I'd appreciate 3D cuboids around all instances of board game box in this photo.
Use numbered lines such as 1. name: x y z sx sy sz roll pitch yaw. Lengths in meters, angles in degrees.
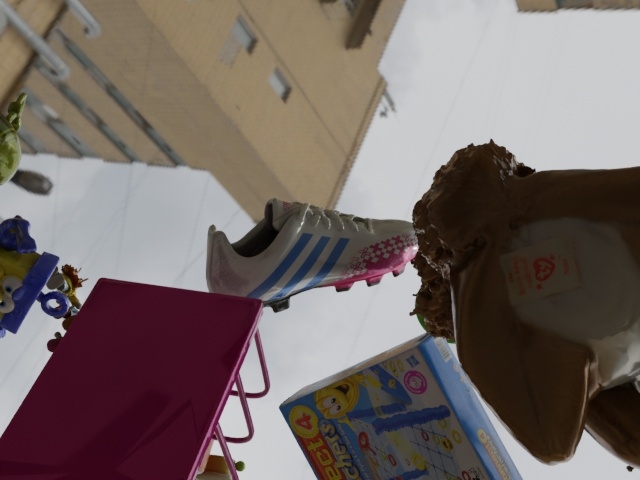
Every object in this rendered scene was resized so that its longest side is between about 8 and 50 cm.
1. board game box: 0.128 0.336 1.371 0.302 0.086 0.308 -31 -93 35

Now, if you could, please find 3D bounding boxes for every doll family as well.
1. doll family: -0.476 0.132 1.621 0.118 0.163 0.263 -27 -99 -11

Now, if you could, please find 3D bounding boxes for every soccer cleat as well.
1. soccer cleat: 0.000 0.000 1.171 0.331 0.143 0.116 -17 -164 -24

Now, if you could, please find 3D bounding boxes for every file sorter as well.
1. file sorter: -0.189 0.216 0.936 0.202 0.182 0.290 6 -136 15

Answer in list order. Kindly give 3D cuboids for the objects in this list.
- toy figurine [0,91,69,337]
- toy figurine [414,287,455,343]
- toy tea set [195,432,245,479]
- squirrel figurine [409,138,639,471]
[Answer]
1. toy figurine: -0.418 0.009 1.173 0.362 0.217 0.191 -53 -173 21
2. toy figurine: 0.235 0.066 1.439 0.130 0.159 0.173 3 -116 -4
3. toy tea set: -0.310 0.365 1.583 0.336 0.200 0.124 1 -117 14
4. squirrel figurine: 0.283 0.072 0.951 0.281 0.370 0.397 -52 -129 3
